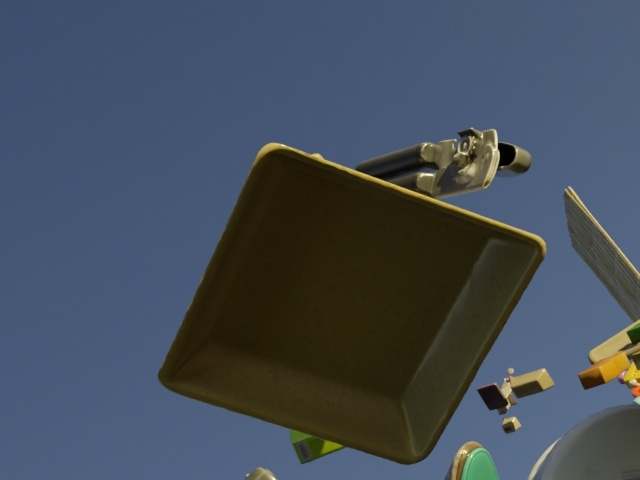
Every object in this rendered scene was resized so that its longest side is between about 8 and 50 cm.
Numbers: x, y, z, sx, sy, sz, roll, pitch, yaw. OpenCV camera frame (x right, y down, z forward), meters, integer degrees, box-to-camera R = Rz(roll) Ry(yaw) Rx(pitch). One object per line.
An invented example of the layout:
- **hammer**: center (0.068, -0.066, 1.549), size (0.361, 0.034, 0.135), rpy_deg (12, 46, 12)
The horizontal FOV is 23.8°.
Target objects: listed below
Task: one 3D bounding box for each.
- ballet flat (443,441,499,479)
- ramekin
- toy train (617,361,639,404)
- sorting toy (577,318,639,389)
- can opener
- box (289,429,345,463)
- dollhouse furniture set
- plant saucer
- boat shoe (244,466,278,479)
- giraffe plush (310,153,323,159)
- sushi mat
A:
- **ballet flat**: center (0.192, 0.411, 2.041), size (0.107, 0.106, 0.316), rpy_deg (-29, -66, -44)
- **ramekin**: center (0.382, 0.331, 1.828), size (0.277, 0.277, 0.135), rpy_deg (-36, -19, -11)
- **toy train**: center (0.500, 0.189, 2.181), size (0.166, 0.125, 0.046), rpy_deg (-41, -73, -17)
- **sorting toy**: center (0.415, 0.086, 1.707), size (0.229, 0.041, 0.307), rpy_deg (-25, -3, 36)
- **can opener**: center (0.148, -0.077, 1.887), size (0.095, 0.283, 0.076), rpy_deg (16, -105, -28)
- **box**: center (0.008, 0.247, 2.171), size (0.109, 0.178, 0.042), rpy_deg (-22, -70, 2)
- **dollhouse furniture set**: center (0.316, 0.225, 2.290), size (0.114, 0.091, 0.081), rpy_deg (-23, 17, 37)
- **plant saucer**: center (0.029, 0.063, 1.680), size (0.333, 0.081, 0.332), rpy_deg (19, -62, -14)
- **boat shoe**: center (-0.039, 0.323, 1.588), size (0.119, 0.121, 0.335), rpy_deg (-43, -20, -8)
- **giraffe plush**: center (0.000, 0.000, 1.862), size (0.210, 0.181, 0.170), rpy_deg (-38, -40, -19)
- **sushi mat**: center (0.480, 0.059, 2.427), size (0.019, 0.316, 0.151), rpy_deg (-27, -40, -6)
